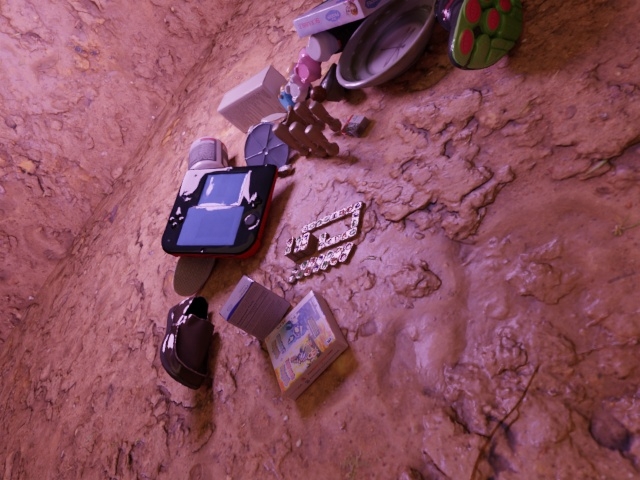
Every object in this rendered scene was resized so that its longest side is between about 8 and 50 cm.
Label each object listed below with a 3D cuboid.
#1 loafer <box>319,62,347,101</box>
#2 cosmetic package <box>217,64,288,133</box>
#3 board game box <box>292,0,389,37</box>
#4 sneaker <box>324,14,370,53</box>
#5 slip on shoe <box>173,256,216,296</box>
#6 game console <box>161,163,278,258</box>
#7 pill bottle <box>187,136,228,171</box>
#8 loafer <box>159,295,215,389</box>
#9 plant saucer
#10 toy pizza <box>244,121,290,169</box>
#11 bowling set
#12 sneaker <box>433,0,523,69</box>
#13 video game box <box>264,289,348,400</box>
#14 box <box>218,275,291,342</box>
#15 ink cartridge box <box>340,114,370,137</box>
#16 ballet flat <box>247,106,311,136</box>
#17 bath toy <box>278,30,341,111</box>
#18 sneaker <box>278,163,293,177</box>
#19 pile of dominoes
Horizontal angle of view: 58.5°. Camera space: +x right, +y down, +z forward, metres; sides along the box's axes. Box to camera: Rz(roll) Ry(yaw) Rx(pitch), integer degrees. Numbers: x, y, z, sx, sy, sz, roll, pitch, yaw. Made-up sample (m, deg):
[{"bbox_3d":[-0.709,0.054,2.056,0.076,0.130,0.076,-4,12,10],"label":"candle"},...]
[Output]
[{"bbox_3d":[0.049,-0.531,1.966,0.094,0.087,0.251,-53,14,33],"label":"loafer"},{"bbox_3d":[-0.257,-0.562,2.304,0.309,0.160,0.113,-14,49,44],"label":"cosmetic package"},{"bbox_3d":[0.120,-0.774,1.838,0.318,0.066,0.318,-43,29,-29],"label":"board game box"},{"bbox_3d":[0.087,-0.843,2.167,0.448,0.169,0.257,-56,23,-18],"label":"sneaker"},{"bbox_3d":[-0.417,0.044,2.004,0.101,0.123,0.331,114,175,-74],"label":"slip on shoe"},{"bbox_3d":[-0.343,-0.102,1.921,0.386,0.060,0.342,1,68,26],"label":"game console"},{"bbox_3d":[-0.446,-0.277,2.273,0.161,0.161,0.283,-40,35,21],"label":"pill bottle"},{"bbox_3d":[-0.387,0.281,1.696,0.130,0.133,0.366,-45,33,14],"label":"loafer"},{"bbox_3d":[0.226,-0.613,1.790,0.400,0.100,0.401,-32,38,29],"label":"plant saucer"},{"bbox_3d":[-0.185,-0.315,2.016,0.201,0.032,0.201,3,96,31],"label":"toy pizza"},{"bbox_3d":[0.000,-0.368,1.797,0.200,0.154,0.287,-57,33,-5],"label":"bowling set"},{"bbox_3d":[0.409,-0.604,1.521,0.202,0.185,0.483,-41,27,52],"label":"sneaker"},{"bbox_3d":[-0.041,0.245,1.373,0.187,0.048,0.205,-49,32,12],"label":"video game box"},{"bbox_3d":[-0.174,0.181,1.516,0.126,0.137,0.072,-57,32,-5],"label":"box"},{"bbox_3d":[0.099,-0.358,1.777,0.063,0.029,0.115,-56,33,-3],"label":"ink cartridge box"},{"bbox_3d":[-0.184,-0.384,2.074,0.342,0.124,0.116,-23,39,39],"label":"ballet flat"},{"bbox_3d":[-0.039,-0.611,2.024,0.129,0.151,0.348,-26,-11,-35],"label":"bath toy"},{"bbox_3d":[-0.126,-0.240,1.957,0.083,0.032,0.037,-4,48,40],"label":"sneaker"},{"bbox_3d":[0.000,0.000,1.557,0.251,0.040,0.196,-23,43,39],"label":"pile of dominoes"}]
